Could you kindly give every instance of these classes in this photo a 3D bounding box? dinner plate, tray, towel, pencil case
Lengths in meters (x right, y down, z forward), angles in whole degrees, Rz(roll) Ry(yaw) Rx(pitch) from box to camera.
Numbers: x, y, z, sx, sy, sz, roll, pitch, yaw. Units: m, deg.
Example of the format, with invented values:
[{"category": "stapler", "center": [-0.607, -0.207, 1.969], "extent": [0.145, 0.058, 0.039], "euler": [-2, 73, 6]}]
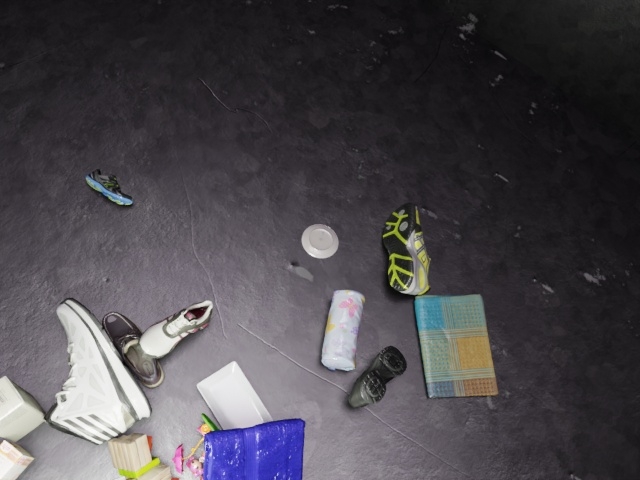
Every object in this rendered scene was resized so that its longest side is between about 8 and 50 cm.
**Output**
[{"category": "dinner plate", "center": [0.000, 0.000, 2.082], "extent": [0.141, 0.017, 0.141], "euler": [6, 63, -12]}, {"category": "tray", "center": [-0.262, 0.534, 1.759], "extent": [0.145, 0.030, 0.270], "euler": [-29, 75, -24]}, {"category": "towel", "center": [-0.188, 0.648, 1.615], "extent": [0.308, 0.076, 0.227], "euler": [-2, 102, -27]}, {"category": "pencil case", "center": [0.083, 0.305, 1.902], "extent": [0.124, 0.113, 0.273], "euler": [17, 62, -15]}, {"category": "towel", "center": [0.487, 0.376, 2.007], "extent": [0.272, 0.040, 0.369], "euler": [1, 67, -12]}]

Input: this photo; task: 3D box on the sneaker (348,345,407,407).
[{"category": "sneaker", "center": [0.184, 0.454, 1.860], "extent": [0.109, 0.130, 0.286], "euler": [52, 43, 6]}]

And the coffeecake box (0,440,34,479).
[{"category": "coffeecake box", "center": [-0.884, 0.643, 1.497], "extent": [0.068, 0.142, 0.185], "euler": [36, 62, 5]}]

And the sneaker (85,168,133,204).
[{"category": "sneaker", "center": [-0.742, -0.193, 1.969], "extent": [0.188, 0.067, 0.078], "euler": [34, 68, 7]}]

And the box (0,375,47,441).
[{"category": "box", "center": [-0.847, 0.465, 1.515], "extent": [0.113, 0.275, 0.094], "euler": [-37, 78, -27]}]

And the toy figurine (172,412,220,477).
[{"category": "toy figurine", "center": [-0.355, 0.634, 1.649], "extent": [0.159, 0.130, 0.173], "euler": [-42, 77, -15]}]

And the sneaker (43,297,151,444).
[{"category": "sneaker", "center": [-0.721, 0.394, 1.630], "extent": [0.258, 0.169, 0.447], "euler": [-32, 76, -28]}]

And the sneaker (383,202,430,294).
[{"category": "sneaker", "center": [0.335, 0.036, 2.098], "extent": [0.147, 0.145, 0.384], "euler": [28, 54, -35]}]

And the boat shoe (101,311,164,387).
[{"category": "boat shoe", "center": [-0.589, 0.332, 1.742], "extent": [0.103, 0.092, 0.285], "euler": [-32, 76, -24]}]

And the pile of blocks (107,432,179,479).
[{"category": "pile of blocks", "center": [-0.473, 0.708, 1.595], "extent": [0.113, 0.149, 0.362], "euler": [-19, 75, -54]}]

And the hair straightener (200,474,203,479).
[{"category": "hair straightener", "center": [-0.290, 0.793, 1.619], "extent": [0.089, 0.047, 0.230], "euler": [-8, 67, -17]}]

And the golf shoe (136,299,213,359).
[{"category": "golf shoe", "center": [-0.456, 0.268, 1.751], "extent": [0.105, 0.120, 0.273], "euler": [48, 46, 7]}]
